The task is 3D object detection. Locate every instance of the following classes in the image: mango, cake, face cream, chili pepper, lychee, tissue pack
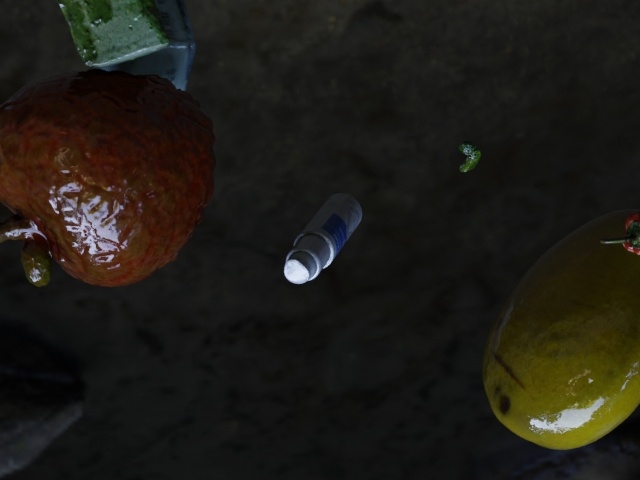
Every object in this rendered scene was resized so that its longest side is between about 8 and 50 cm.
[{"bbox_3d":[0.440,0.134,2.032,0.220,0.301,0.445,38,81,-35],"label":"mango"},{"bbox_3d":[-0.243,-0.298,1.314,0.100,0.099,0.235,-20,112,-4],"label":"cake"},{"bbox_3d":[0.000,0.000,0.962,0.034,0.130,0.034,7,113,16],"label":"face cream"},{"bbox_3d":[0.470,-0.023,1.630,0.272,0.071,0.063,-15,122,-31],"label":"chili pepper"},{"bbox_3d":[0.187,-0.107,1.544,0.027,0.022,0.083,12,162,12],"label":"chili pepper"},{"bbox_3d":[-0.258,-0.068,1.377,0.255,0.300,0.255,31,147,23],"label":"lychee"},{"bbox_3d":[-0.251,-0.300,1.618,0.103,0.315,0.228,-7,151,-18],"label":"tissue pack"}]
